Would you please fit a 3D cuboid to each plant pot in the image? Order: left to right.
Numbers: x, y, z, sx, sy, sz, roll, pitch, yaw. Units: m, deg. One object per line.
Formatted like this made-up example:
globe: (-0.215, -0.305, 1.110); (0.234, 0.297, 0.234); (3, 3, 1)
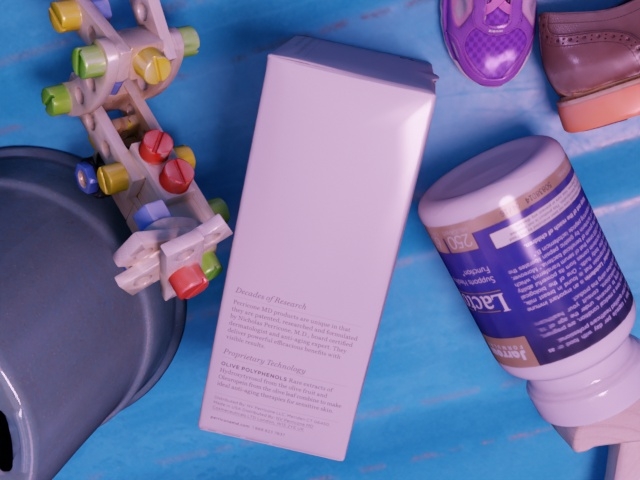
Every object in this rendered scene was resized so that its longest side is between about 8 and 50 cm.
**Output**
plant pot: (-0.337, 0.107, 0.886); (0.341, 0.334, 0.341); (2, 107, 6)

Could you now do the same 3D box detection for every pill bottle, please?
pill bottle: (0.220, 0.043, 0.903); (0.153, 0.153, 0.264); (-27, 103, 13)

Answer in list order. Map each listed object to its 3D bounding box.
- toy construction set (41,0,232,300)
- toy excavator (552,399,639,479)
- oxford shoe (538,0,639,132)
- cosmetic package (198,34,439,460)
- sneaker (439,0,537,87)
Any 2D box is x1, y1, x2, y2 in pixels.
toy construction set: (-0.157, -0.080, 0.846); (0.151, 0.327, 0.215); (-5, 152, -31)
toy excavator: (0.259, 0.408, 1.016); (0.445, 0.222, 0.433); (-30, 103, 0)
oxford shoe: (0.378, -0.220, 0.819); (0.364, 0.130, 0.133); (-21, 97, 11)
cosmetic package: (0.000, 0.000, 0.890); (0.155, 0.197, 0.365); (12, 107, 2)
sneaker: (0.164, -0.257, 0.837); (0.095, 0.104, 0.236); (4, 109, 3)
